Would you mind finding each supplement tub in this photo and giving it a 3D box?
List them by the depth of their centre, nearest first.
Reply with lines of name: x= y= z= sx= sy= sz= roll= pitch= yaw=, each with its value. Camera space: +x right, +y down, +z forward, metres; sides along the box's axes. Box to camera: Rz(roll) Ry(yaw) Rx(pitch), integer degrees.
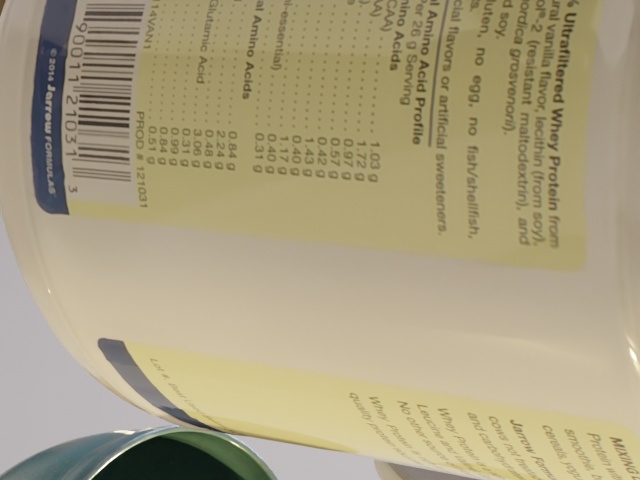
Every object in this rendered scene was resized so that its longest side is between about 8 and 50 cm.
supplement tub: x=0.082 y=-0.035 z=0.548 sx=0.325 sy=0.235 sz=0.235 roll=6 pitch=-137 yaw=36

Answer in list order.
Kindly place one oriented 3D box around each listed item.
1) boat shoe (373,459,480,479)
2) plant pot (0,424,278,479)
boat shoe: x=0.191 y=0.262 z=1.396 sx=0.341 sy=0.158 sz=0.127 roll=22 pitch=-136 yaw=6
plant pot: x=-0.175 y=0.273 z=1.240 sx=0.196 sy=0.293 sz=0.293 roll=1 pitch=-139 yaw=39
